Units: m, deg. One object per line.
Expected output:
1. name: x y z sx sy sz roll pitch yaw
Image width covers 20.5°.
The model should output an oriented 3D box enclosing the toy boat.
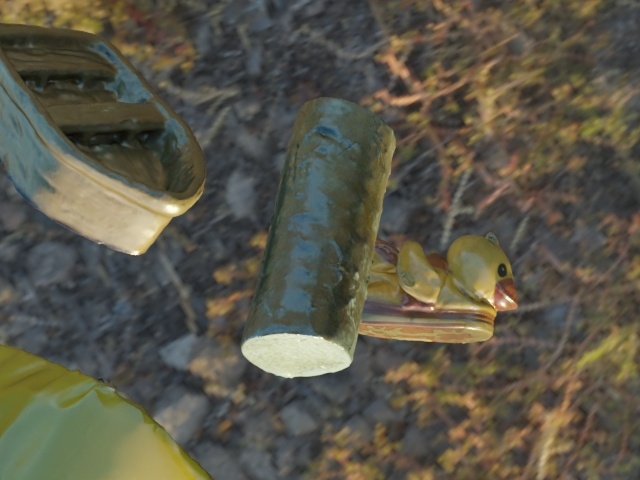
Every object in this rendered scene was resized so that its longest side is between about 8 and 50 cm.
1. toy boat: -0.148 -0.062 1.152 0.188 0.116 0.061 49 123 32

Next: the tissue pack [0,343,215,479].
1. tissue pack: -0.121 0.194 0.630 0.134 0.271 0.192 16 156 53

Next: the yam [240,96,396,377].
1. yam: 0.000 0.000 1.040 0.068 0.169 0.068 10 148 6

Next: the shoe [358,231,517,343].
1. shoe: 0.066 0.028 1.132 0.109 0.072 0.069 -8 71 30
